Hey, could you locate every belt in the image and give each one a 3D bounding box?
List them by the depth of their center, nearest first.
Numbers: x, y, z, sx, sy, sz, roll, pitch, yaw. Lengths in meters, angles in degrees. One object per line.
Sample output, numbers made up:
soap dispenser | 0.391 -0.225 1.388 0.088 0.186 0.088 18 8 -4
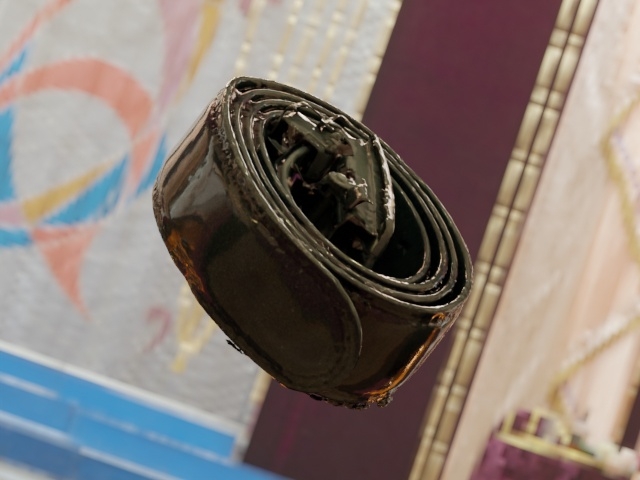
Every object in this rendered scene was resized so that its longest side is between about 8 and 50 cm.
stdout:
belt | 0.000 0.000 1.257 0.206 0.116 0.267 26 26 -27
